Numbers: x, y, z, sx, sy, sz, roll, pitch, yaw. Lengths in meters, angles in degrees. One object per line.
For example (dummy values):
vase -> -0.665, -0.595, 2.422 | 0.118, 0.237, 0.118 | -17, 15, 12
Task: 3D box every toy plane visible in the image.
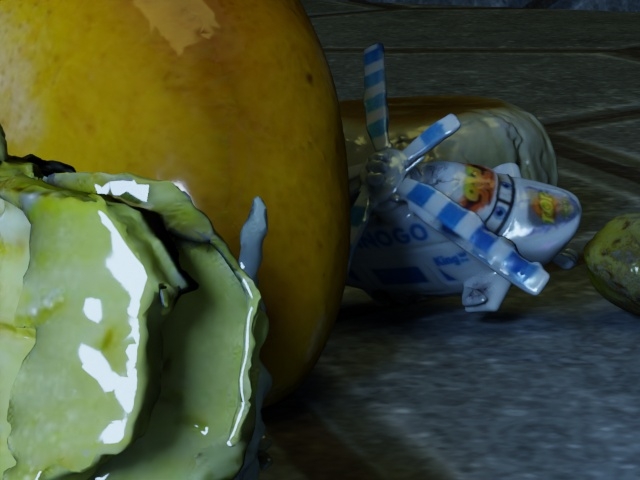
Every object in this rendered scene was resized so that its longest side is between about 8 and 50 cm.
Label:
toy plane -> -0.003, 0.009, 0.988 | 0.273, 0.107, 0.182 | -24, 46, 20

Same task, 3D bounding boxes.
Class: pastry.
pastry -> 0.051, -0.035, 1.135 | 0.166, 0.088, 0.166 | -3, 10, 1

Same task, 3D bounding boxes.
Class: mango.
mango -> -0.097, -0.055, 0.898 | 0.201, 0.199, 0.350 | -23, 43, -16

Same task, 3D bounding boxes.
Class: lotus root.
lotus root -> 0.171, 0.015, 0.940 | 0.099, 0.049, 0.054 | 10, -5, 32

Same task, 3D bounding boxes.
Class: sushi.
sushi -> -0.081, 0.017, 0.648 | 0.131, 0.139, 0.291 | 4, 0, -10
